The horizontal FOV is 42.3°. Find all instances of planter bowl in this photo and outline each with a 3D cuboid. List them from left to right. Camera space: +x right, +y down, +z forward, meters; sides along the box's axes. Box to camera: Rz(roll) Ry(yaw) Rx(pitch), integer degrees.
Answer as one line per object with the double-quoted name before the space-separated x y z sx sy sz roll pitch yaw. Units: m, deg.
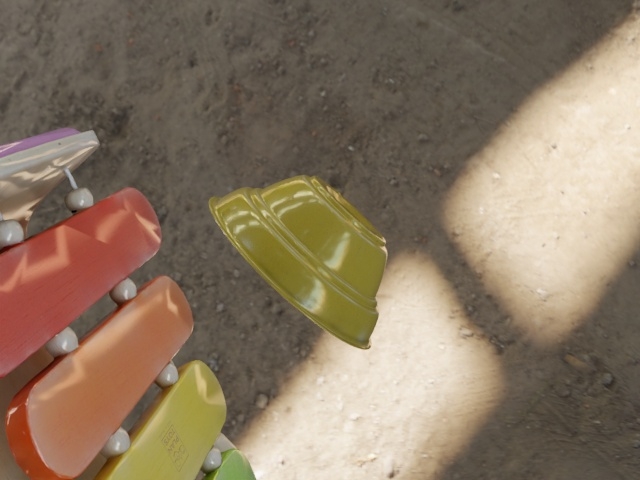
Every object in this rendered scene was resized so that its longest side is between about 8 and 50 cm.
"planter bowl" 0.000 0.000 0.817 0.090 0.217 0.217 -47 57 9

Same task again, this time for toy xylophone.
"toy xylophone" -0.092 0.094 0.431 0.081 0.236 0.323 -23 108 13
